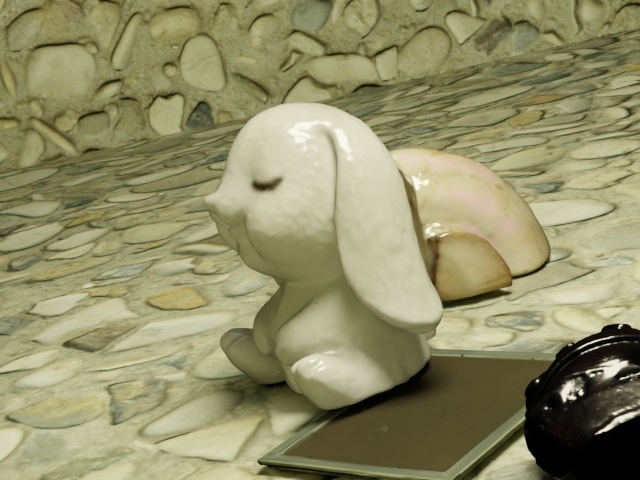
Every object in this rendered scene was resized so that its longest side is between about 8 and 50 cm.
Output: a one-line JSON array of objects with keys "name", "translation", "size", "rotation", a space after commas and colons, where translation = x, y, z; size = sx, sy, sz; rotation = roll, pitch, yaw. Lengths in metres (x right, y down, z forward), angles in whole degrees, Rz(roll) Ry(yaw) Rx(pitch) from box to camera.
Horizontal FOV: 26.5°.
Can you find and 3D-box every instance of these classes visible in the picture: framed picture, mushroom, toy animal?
[{"name": "framed picture", "translation": [0.097, 0.147, 1.161], "size": [0.197, 0.014, 0.252], "rotation": [-1, 18, 40]}, {"name": "mushroom", "translation": [0.163, -0.039, 1.534], "size": [0.173, 0.162, 0.236], "rotation": [-16, 16, -8]}, {"name": "toy animal", "translation": [0.000, 0.000, 1.276], "size": [0.206, 0.265, 0.271], "rotation": [-18, 8, -21]}]

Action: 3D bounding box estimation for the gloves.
[{"name": "gloves", "translation": [0.208, 0.121, 0.989], "size": [0.164, 0.124, 0.203], "rotation": [2, 17, -18]}]
